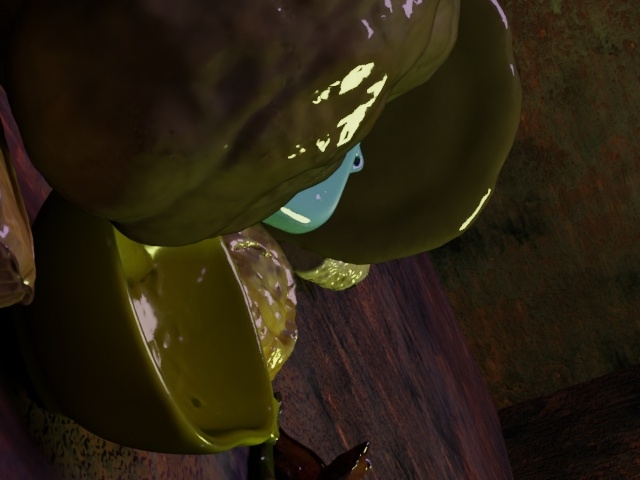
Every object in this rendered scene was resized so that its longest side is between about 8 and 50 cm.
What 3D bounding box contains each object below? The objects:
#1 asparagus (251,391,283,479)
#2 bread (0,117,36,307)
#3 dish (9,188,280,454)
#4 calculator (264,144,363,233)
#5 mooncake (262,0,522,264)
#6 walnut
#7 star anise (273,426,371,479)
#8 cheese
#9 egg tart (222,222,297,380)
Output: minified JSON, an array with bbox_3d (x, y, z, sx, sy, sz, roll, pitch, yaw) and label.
[{"bbox_3d":[-0.049,0.211,1.314,0.027,0.034,0.236,57,12,-24],"label":"asparagus"},{"bbox_3d":[-0.212,-0.049,0.700,0.132,0.114,0.191,84,-8,-69],"label":"bread"},{"bbox_3d":[-0.128,0.057,0.961,0.262,0.108,0.221,39,32,-69],"label":"dish"},{"bbox_3d":[-0.076,-0.170,1.293,0.386,0.054,0.256,40,58,-39],"label":"calculator"},{"bbox_3d":[0.029,-0.171,1.540,0.201,0.378,0.378,-96,164,-72],"label":"mooncake"},{"bbox_3d":[-0.061,-0.150,0.812,0.282,0.277,0.253,54,20,25],"label":"walnut"},{"bbox_3d":[-0.026,0.260,1.328,0.140,0.144,0.158,-10,-85,54],"label":"star anise"},{"bbox_3d":[0.000,0.000,1.845,0.167,0.093,0.123,30,51,-69],"label":"cheese"},{"bbox_3d":[-0.087,0.046,1.282,0.232,0.098,0.252,64,15,-15],"label":"egg tart"}]
